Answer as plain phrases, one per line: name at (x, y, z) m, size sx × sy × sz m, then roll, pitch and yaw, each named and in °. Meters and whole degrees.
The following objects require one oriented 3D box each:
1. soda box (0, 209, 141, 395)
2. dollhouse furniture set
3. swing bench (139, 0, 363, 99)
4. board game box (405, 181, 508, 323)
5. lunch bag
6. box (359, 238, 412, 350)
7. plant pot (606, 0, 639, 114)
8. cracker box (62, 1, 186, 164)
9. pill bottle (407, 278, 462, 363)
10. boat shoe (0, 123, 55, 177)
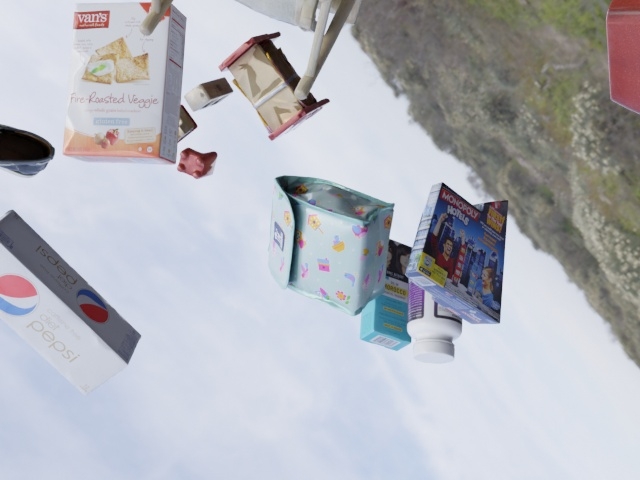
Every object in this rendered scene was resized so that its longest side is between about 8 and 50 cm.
soda box at (-0.312, 0.073, 0.810) m, size 0.216 × 0.074 × 0.069 m, roll 50°, pitch -165°, yaw -17°
dollhouse furniture set at (-0.196, -0.280, 1.591) m, size 0.201 × 0.374 × 0.152 m, roll 56°, pitch -153°, yaw -6°
swing bench at (-0.080, -0.367, 0.983) m, size 0.254 × 0.165 × 0.254 m, roll 22°, pitch -133°, yaw 4°
board game box at (0.215, 0.002, 1.075) m, size 0.194 × 0.060 × 0.194 m, roll 32°, pitch -115°, yaw -32°
lunch bag at (0.000, 0.000, 1.434) m, size 0.263 × 0.223 × 0.160 m, roll 20°, pitch -149°, yaw 27°
box at (0.151, 0.115, 1.571) m, size 0.101 × 0.060 × 0.244 m, roll 20°, pitch -125°, yaw -21°
plant pot at (0.572, -0.318, 1.047) m, size 0.236 × 0.267 × 0.267 m, roll 12°, pitch 150°, yaw 32°
cracker box at (-0.291, -0.233, 1.051) m, size 0.067 × 0.156 × 0.232 m, roll 18°, pitch -105°, yaw -77°
pill bottle at (0.226, 0.139, 1.388) m, size 0.108 × 0.108 × 0.193 m, roll 33°, pitch -125°, yaw -45°
boat shoe at (-0.549, -0.166, 1.133) m, size 0.233 × 0.079 × 0.083 m, roll 16°, pitch -109°, yaw -41°
